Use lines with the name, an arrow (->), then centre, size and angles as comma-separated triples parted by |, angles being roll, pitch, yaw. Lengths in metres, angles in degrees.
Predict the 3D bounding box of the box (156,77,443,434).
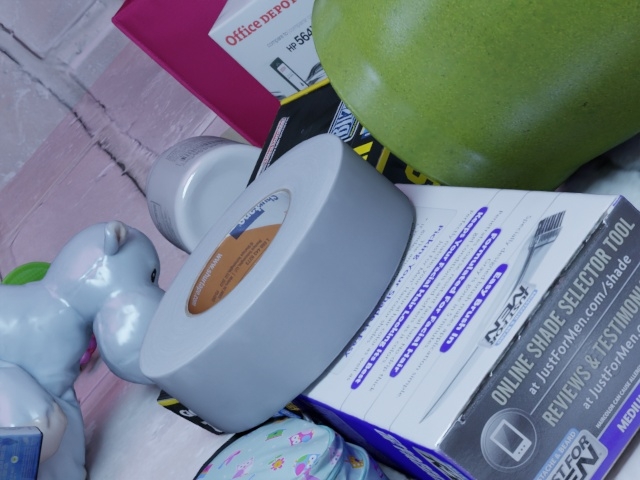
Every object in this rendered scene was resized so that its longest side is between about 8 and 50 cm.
box -> 0.000, 0.000, 1.425 | 0.257, 0.079, 0.322 | -15, 48, 57

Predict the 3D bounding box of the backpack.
backpack -> -0.020, 0.187, 1.117 | 0.152, 0.115, 0.182 | -51, 20, -15

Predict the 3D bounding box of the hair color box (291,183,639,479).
hair color box -> 0.095, 0.065, 1.103 | 0.185, 0.110, 0.339 | -53, 16, -9

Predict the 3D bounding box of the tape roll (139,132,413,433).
tape roll -> -0.033, 0.029, 1.196 | 0.219, 0.072, 0.219 | -44, 17, 18

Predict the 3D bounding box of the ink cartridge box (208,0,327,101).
ink cartridge box -> 0.012, -0.192, 1.661 | 0.148, 0.203, 0.086 | -28, 27, 48

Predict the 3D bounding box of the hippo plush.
hippo plush -> -0.257, 0.093, 1.718 | 0.236, 0.294, 0.234 | -32, -15, -8

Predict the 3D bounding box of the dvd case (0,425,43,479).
dvd case -> -0.378, 0.253, 1.480 | 0.022, 0.253, 0.180 | 32, 115, 55

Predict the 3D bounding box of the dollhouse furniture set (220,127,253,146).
dollhouse furniture set -> -0.107, -0.129, 2.050 | 0.151, 0.058, 0.076 | -37, 21, 33

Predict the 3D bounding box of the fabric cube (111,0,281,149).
fabric cube -> -0.030, -0.300, 1.906 | 0.258, 0.254, 0.259 | -29, 27, 51

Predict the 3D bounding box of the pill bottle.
pill bottle -> -0.114, -0.045, 1.778 | 0.131, 0.131, 0.229 | -51, 18, -5

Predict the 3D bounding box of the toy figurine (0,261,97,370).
toy figurine -> -0.300, 0.105, 1.978 | 0.159, 0.130, 0.173 | -7, 66, 51

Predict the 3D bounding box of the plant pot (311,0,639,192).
plant pot -> 0.179, -0.222, 1.179 | 0.353, 0.366, 0.366 | -51, 13, 38
